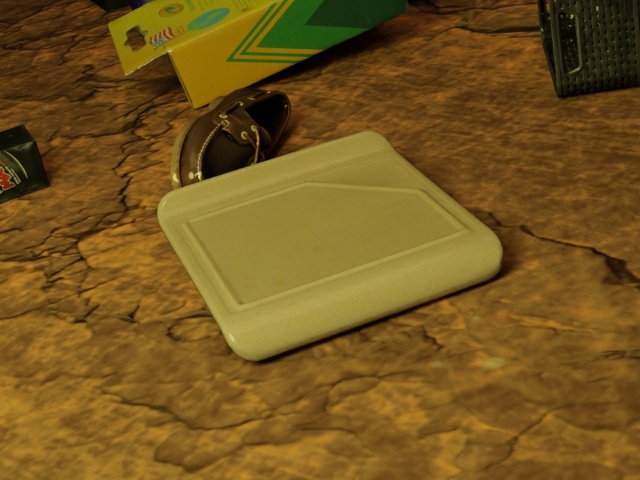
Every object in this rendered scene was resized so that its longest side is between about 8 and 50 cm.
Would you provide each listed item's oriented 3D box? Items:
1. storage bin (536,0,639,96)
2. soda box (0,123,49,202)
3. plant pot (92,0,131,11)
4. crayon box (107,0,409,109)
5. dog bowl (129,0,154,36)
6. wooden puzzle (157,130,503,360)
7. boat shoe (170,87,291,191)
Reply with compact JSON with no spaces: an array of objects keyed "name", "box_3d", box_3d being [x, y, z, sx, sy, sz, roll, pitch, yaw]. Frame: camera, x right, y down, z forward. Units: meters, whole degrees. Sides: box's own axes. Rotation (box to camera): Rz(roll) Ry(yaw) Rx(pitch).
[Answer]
[{"name":"storage bin","box_3d":[0.264,-0.232,1.200,0.084,0.122,0.180,-8,29,7]},{"name":"soda box","box_3d":[-0.361,-0.058,1.194,0.169,0.053,0.060,-22,30,-16]},{"name":"plant pot","box_3d":[-0.276,-0.459,1.775,0.188,0.167,0.187,-23,30,-18]},{"name":"crayon box","box_3d":[-0.079,-0.259,1.389,0.318,0.081,0.202,-25,30,-2]},{"name":"dog bowl","box_3d":[-0.127,-0.358,1.598,0.265,0.104,0.265,-9,28,5]},{"name":"wooden puzzle","box_3d":[0.000,0.000,0.971,0.221,0.044,0.238,-19,33,-13]},{"name":"boat shoe","box_3d":[-0.081,-0.095,1.133,0.073,0.073,0.207,-6,29,17]}]
